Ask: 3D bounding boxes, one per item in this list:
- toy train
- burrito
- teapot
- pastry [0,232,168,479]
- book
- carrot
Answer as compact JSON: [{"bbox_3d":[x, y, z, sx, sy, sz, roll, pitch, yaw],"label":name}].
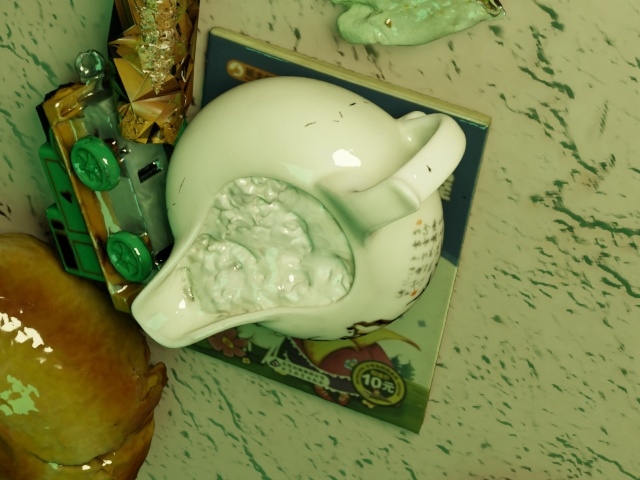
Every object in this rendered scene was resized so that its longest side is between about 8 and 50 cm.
[{"bbox_3d":[-0.163,-0.043,1.504,0.136,0.091,0.228,6,123,45],"label":"toy train"},{"bbox_3d":[0.063,-0.164,1.337,0.118,0.044,0.074,-20,118,32],"label":"burrito"},{"bbox_3d":[-0.008,-0.022,1.384,0.299,0.166,0.208,-29,96,50],"label":"teapot"},{"bbox_3d":[-0.305,0.126,1.666,0.356,0.164,0.356,12,133,13],"label":"pastry"},{"bbox_3d":[0.000,0.000,1.508,0.228,0.018,0.322,19,131,12],"label":"book"},{"bbox_3d":[-0.114,-0.180,1.374,0.069,0.069,0.229,15,116,16],"label":"carrot"}]
